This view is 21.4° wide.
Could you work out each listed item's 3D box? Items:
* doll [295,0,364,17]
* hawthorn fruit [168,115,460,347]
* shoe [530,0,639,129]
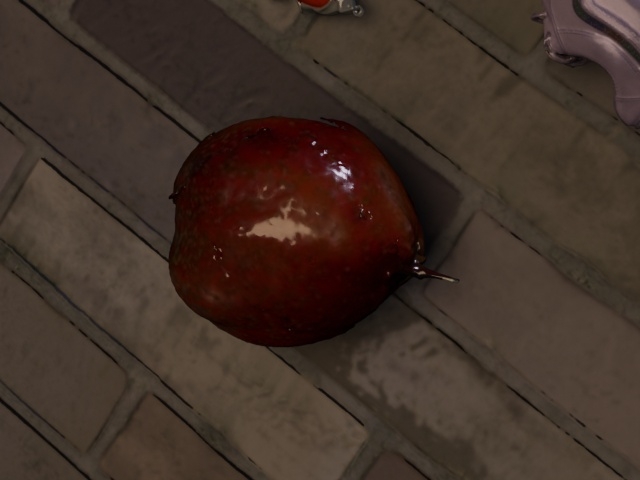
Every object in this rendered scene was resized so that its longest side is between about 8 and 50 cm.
[{"bbox_3d":[-0.006,-0.204,1.351,0.114,0.039,0.057,38,78,27],"label":"doll"},{"bbox_3d":[0.000,0.000,1.286,0.235,0.181,0.181,15,97,18],"label":"hawthorn fruit"},{"bbox_3d":[0.194,-0.197,1.231,0.245,0.095,0.138,42,104,11],"label":"shoe"}]
